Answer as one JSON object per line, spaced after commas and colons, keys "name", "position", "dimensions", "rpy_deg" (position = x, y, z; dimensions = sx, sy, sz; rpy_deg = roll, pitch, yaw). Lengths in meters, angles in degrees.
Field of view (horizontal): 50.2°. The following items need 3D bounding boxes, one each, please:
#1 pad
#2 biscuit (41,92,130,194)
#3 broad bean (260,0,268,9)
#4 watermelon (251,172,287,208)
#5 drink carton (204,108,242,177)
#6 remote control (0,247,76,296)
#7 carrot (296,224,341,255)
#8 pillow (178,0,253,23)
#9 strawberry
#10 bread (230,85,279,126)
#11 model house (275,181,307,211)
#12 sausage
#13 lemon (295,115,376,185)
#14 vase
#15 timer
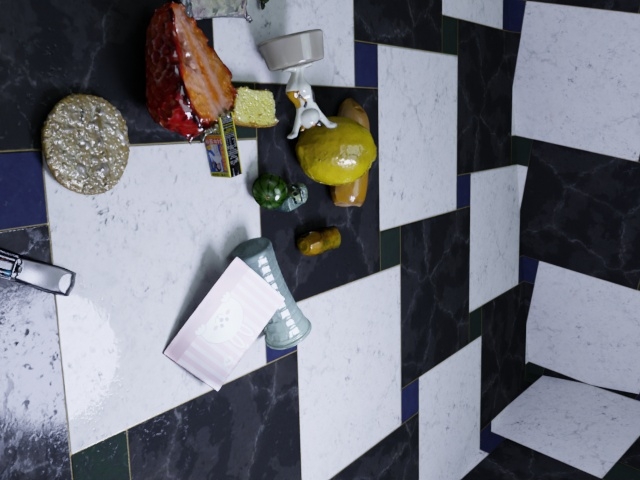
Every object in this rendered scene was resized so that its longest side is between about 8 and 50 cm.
{"name": "pad", "position": [-0.238, 0.214, 1.734], "dimensions": [0.202, 0.005, 0.300], "rpy_deg": [45, 75, -33]}
{"name": "biscuit", "position": [-0.483, -0.200, 1.420], "dimensions": [0.220, 0.033, 0.220], "rpy_deg": [-14, 106, -55]}
{"name": "broad bean", "position": [-0.113, -0.736, 1.855], "dimensions": [0.254, 0.046, 0.065], "rpy_deg": [-64, 147, -24]}
{"name": "watermelon", "position": [-0.137, -0.138, 1.859], "dimensions": [0.109, 0.109, 0.109], "rpy_deg": [-11, 103, -54]}
{"name": "drink carton", "position": [-0.247, -0.243, 1.712], "dimensions": [0.056, 0.071, 0.166], "rpy_deg": [-30, 120, -46]}
{"name": "remote control", "position": [-0.571, 0.061, 1.334], "dimensions": [0.212, 0.028, 0.059], "rpy_deg": [28, 71, -52]}
{"name": "carrot", "position": [0.000, 0.000, 2.084], "dimensions": [0.173, 0.082, 0.082], "rpy_deg": [-17, 108, -49]}
{"name": "pillow", "position": [-0.260, -0.605, 1.656], "dimensions": [0.255, 0.059, 0.169], "rpy_deg": [-25, 113, -53]}
{"name": "strawberry", "position": [-0.324, -0.356, 1.533], "dimensions": [0.280, 0.150, 0.253], "rpy_deg": [55, 31, -40]}
{"name": "bread", "position": [-0.185, -0.349, 1.792], "dimensions": [0.187, 0.065, 0.103], "rpy_deg": [-12, 102, -52]}
{"name": "model house", "position": [-0.088, -0.121, 1.945], "dimensions": [0.083, 0.078, 0.066], "rpy_deg": [-39, 123, -44]}
{"name": "sausage", "position": [0.097, -0.285, 2.161], "dimensions": [0.134, 0.116, 0.354], "rpy_deg": [7, 85, -44]}
{"name": "lemon", "position": [0.046, -0.263, 1.997], "dimensions": [0.260, 0.204, 0.204], "rpy_deg": [0, 95, -23]}
{"name": "vase", "position": [-0.139, 0.142, 1.868], "dimensions": [0.143, 0.143, 0.299], "rpy_deg": [-48, 127, -40]}
{"name": "timer", "position": [-0.053, -0.419, 1.846], "dimensions": [0.175, 0.175, 0.266], "rpy_deg": [-28, 110, -50]}
